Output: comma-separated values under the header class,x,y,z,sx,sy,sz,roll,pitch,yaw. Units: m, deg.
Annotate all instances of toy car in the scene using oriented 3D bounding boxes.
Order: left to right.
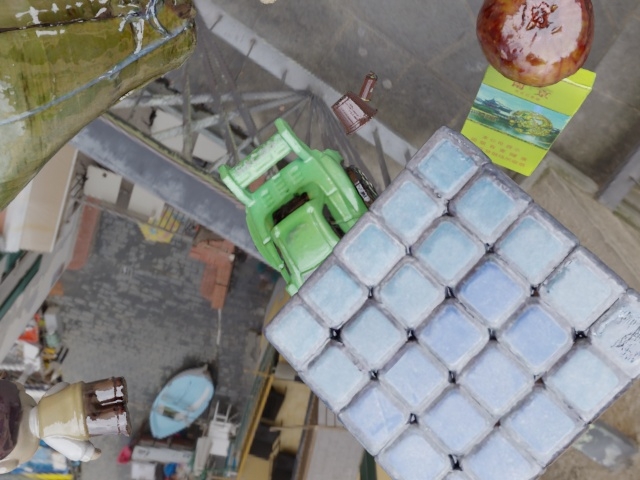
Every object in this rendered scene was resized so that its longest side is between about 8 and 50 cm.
class,x,y,z,sx,sy,sz,roll,pitch,yaw
toy car,0.000,0.000,1.009,0.213,0.176,0.359,-34,70,17

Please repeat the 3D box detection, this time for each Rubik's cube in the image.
class,x,y,z,sx,sy,sz,roll,pitch,yaw
Rubik's cube,0.133,0.076,0.574,0.237,0.238,0.237,43,99,14

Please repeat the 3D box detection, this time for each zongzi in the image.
class,x,y,z,sx,sy,sz,roll,pitch,yaw
zongzi,-0.347,-0.200,0.879,0.356,0.174,0.393,-21,146,-28

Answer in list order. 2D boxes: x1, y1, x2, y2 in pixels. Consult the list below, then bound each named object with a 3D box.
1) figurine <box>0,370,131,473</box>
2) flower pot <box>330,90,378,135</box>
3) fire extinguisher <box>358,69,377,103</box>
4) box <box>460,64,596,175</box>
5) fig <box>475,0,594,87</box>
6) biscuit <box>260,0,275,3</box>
class,x,y,z,sx,sy,sz,roll,pitch,yaw
figurine,-0.555,0.345,1.183,0.364,0.218,0.206,-2,161,-25
flower pot,0.084,-0.345,1.657,0.111,0.111,0.089,-36,104,19
fire extinguisher,0.140,-0.449,1.877,0.056,0.039,0.132,-8,133,-40
box,0.403,-0.258,1.282,0.187,0.047,0.335,24,159,8
fig,0.320,-0.318,0.945,0.175,0.207,0.175,3,103,13
biscuit,-0.026,-0.530,1.233,0.219,0.055,0.061,-16,129,16
